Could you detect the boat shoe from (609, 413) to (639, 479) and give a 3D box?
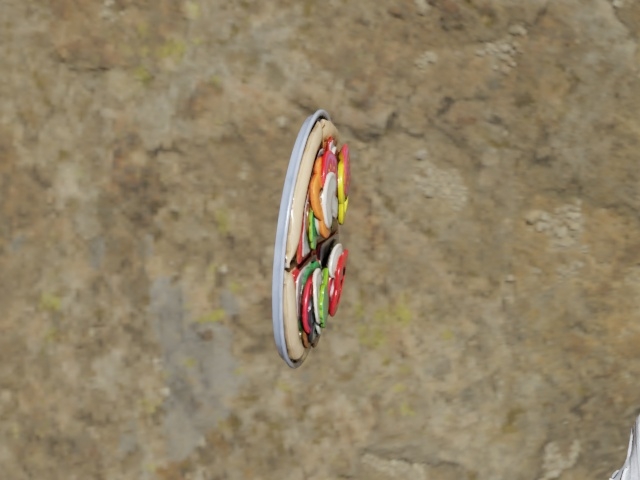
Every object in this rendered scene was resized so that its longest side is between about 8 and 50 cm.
[{"bbox_3d":[0.315,0.249,1.289,0.063,0.066,0.184,-21,42,29],"label":"boat shoe"}]

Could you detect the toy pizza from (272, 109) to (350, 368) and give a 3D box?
[{"bbox_3d":[0.000,0.000,1.009,0.032,0.201,0.201,7,93,10],"label":"toy pizza"}]
